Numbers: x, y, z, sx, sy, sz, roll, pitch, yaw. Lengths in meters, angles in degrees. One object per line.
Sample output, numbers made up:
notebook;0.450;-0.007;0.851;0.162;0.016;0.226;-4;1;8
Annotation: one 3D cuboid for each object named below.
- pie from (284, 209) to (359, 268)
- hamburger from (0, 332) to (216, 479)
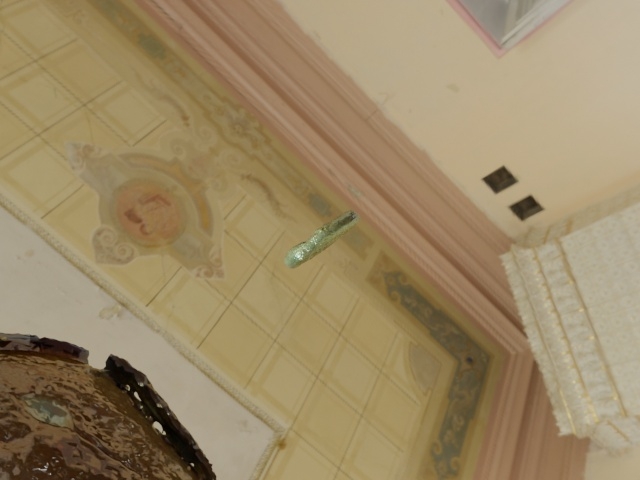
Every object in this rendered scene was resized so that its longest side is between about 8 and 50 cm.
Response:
pie;0.000;0.000;0.505;0.085;0.085;0.017;-32;-97;-43
hamburger;-0.248;0.224;0.466;0.318;0.195;0.277;43;-172;32
